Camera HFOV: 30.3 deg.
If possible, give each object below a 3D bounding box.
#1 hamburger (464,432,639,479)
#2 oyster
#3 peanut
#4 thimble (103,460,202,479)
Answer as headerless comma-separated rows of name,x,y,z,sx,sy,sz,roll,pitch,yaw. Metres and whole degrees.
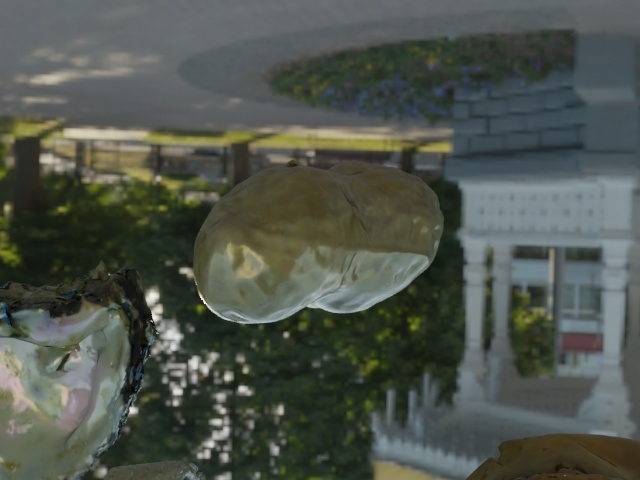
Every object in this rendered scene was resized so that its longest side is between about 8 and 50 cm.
hamburger,0.189,0.275,0.782,0.284,0.304,0.174,27,-150,0
oyster,-0.264,0.120,1.080,0.198,0.259,0.092,42,-168,-10
peanut,0.000,0.000,1.082,0.149,0.149,0.313,2,-175,32
thimble,-0.171,0.287,1.233,0.090,0.102,0.115,-7,141,10
